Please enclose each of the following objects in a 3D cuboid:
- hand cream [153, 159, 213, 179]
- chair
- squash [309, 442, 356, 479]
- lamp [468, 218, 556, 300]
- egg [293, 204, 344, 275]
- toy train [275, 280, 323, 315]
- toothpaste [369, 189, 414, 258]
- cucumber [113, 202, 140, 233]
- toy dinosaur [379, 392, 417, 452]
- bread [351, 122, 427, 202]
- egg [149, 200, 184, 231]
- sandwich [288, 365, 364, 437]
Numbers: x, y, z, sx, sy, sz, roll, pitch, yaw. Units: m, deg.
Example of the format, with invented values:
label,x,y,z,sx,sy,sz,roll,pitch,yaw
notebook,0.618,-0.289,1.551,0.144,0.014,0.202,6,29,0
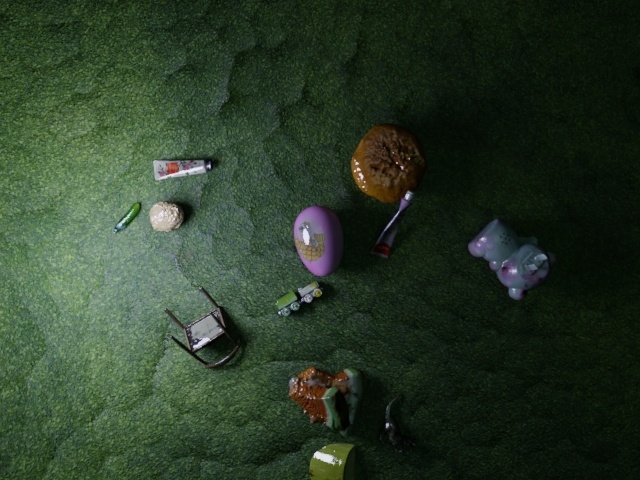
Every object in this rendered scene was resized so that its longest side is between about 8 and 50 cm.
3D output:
label,x,y,z,sx,sy,sz,roll,pitch,yaw
hand cream,-0.547,-0.289,1.625,0.233,0.050,0.080,-5,90,1
chair,-0.434,0.337,1.532,0.188,0.166,0.272,-31,131,-8
squash,0.051,0.887,1.558,0.183,0.085,0.192,1,84,-6
lamp,0.771,0.059,1.616,0.247,0.247,0.301,-43,82,-10
egg,0.000,0.000,1.573,0.196,0.196,0.272,-23,92,-6
toy train,-0.083,0.225,1.613,0.202,0.060,0.081,-30,83,-8
toothpaste,0.293,-0.061,1.620,0.075,0.048,0.301,6,120,-34
cucumber,-0.754,-0.083,1.591,0.037,0.037,0.155,38,84,-1
toy dinosaur,0.309,0.737,1.628,0.187,0.087,0.179,49,46,-15
bread,0.272,-0.305,1.637,0.311,0.172,0.313,0,90,-4
egg,-0.591,-0.094,1.567,0.140,0.116,0.118,-16,92,20
sandwich,0.022,0.587,1.543,0.300,0.162,0.251,19,80,-6
